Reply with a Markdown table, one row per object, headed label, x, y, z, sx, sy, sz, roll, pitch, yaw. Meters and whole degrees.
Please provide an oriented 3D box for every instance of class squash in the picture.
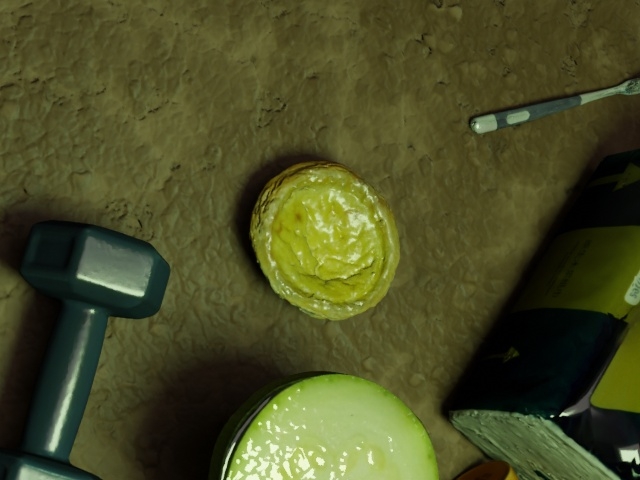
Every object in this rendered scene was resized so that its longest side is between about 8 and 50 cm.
| label | x | y | z | sx | sy | sz | roll | pitch | yaw |
| --- | --- | --- | --- | --- | --- | --- | --- | --- | --- |
| squash | 0.001 | 0.257 | 1.517 | 0.252 | 0.049 | 0.252 | 1 | 88 | -27 |

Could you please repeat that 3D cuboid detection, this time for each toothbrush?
| label | x | y | z | sx | sy | sz | roll | pitch | yaw |
| --- | --- | --- | --- | --- | --- | --- | --- | --- | --- |
| toothbrush | 0.313 | -0.174 | 1.919 | 0.288 | 0.026 | 0.024 | -15 | 95 | -26 |

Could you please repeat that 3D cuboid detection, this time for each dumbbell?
| label | x | y | z | sx | sy | sz | roll | pitch | yaw |
| --- | --- | --- | --- | --- | --- | --- | --- | --- | --- |
| dumbbell | -0.263 | 0.144 | 1.541 | 0.144 | 0.160 | 0.325 | 12 | 78 | 6 |

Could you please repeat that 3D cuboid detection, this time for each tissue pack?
| label | x | y | z | sx | sy | sz | roll | pitch | yaw |
| --- | --- | --- | --- | --- | --- | --- | --- | --- | --- |
| tissue pack | 0.385 | 0.115 | 1.808 | 0.264 | 0.253 | 0.416 | 41 | 68 | -18 |

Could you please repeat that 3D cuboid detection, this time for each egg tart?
| label | x | y | z | sx | sy | sz | roll | pitch | yaw |
| --- | --- | --- | --- | --- | --- | --- | --- | --- | --- |
| egg tart | 0.000 | 0.000 | 1.721 | 0.191 | 0.074 | 0.191 | 2 | 84 | -25 |

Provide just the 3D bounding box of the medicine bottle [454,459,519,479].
| label | x | y | z | sx | sy | sz | roll | pitch | yaw |
| --- | --- | --- | --- | --- | --- | --- | --- | --- | --- |
| medicine bottle | 0.237 | 0.380 | 1.789 | 0.149 | 0.112 | 0.222 | -37 | 102 | -24 |
